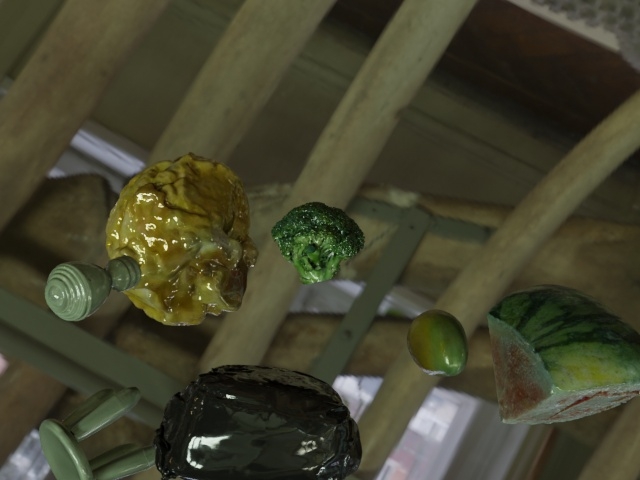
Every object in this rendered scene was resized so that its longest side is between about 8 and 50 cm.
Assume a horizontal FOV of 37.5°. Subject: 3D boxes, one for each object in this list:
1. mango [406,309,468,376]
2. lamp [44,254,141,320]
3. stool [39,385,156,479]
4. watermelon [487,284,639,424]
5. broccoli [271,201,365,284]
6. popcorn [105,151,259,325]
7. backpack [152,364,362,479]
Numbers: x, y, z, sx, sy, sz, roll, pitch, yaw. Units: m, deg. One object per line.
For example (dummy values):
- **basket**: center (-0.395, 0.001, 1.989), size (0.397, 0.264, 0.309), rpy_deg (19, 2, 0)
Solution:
- **mango**: center (0.226, 0.199, 1.791), size (0.092, 0.130, 0.195), rpy_deg (5, -165, -13)
- **lamp**: center (-0.404, 0.078, 1.684), size (0.106, 0.106, 0.193), rpy_deg (21, -156, 30)
- **stool**: center (-0.473, 0.437, 2.036), size (0.195, 0.198, 0.195), rpy_deg (-15, 97, 54)
- **watermelon**: center (0.394, 0.199, 1.545), size (0.213, 0.201, 0.262), rpy_deg (-1, -143, -27)
- **broccoli**: center (0.000, 0.000, 1.840), size (0.195, 0.156, 0.195), rpy_deg (-13, 180, 0)
- **popcorn**: center (-0.332, 0.002, 2.196), size (0.344, 0.390, 0.354), rpy_deg (7, 148, -30)
- **backpack**: center (-0.106, 0.354, 1.747), size (0.363, 0.255, 0.445), rpy_deg (11, 180, 2)
